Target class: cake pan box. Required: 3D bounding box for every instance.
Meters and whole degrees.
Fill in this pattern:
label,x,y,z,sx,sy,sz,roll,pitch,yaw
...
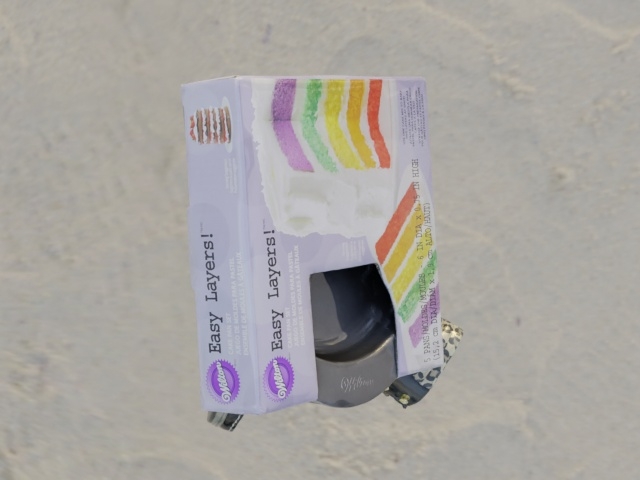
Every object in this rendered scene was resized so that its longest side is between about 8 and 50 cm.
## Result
label,x,y,z,sx,sy,sz,roll,pitch,yaw
cake pan box,0.000,0.000,1.072,0.245,0.070,0.267,-5,94,-48

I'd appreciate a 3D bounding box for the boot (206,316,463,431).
label,x,y,z,sx,sy,sz,roll,pitch,yaw
boot,0.016,0.126,1.323,0.178,0.085,0.236,37,82,-8
